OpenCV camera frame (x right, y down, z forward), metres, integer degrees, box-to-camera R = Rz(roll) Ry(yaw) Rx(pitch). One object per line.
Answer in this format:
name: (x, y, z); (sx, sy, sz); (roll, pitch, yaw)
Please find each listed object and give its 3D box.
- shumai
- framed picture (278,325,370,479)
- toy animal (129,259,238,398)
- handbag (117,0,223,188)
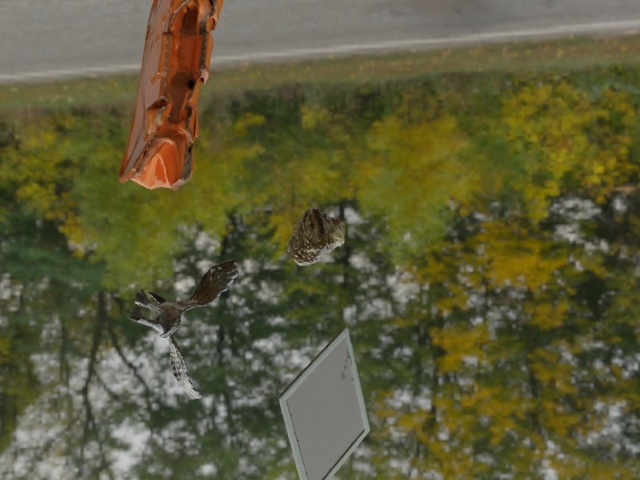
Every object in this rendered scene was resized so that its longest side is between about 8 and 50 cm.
shumai: (-0.005, 0.000, 2.015); (0.105, 0.123, 0.139); (26, -169, -6)
framed picture: (0.009, 0.346, 1.896); (0.019, 0.296, 0.232); (14, -140, 35)
toy animal: (-0.273, 0.124, 1.728); (0.197, 0.273, 0.160); (31, -173, 31)
handbag: (-0.254, -0.297, 1.675); (0.116, 0.410, 0.303); (11, 176, -16)
